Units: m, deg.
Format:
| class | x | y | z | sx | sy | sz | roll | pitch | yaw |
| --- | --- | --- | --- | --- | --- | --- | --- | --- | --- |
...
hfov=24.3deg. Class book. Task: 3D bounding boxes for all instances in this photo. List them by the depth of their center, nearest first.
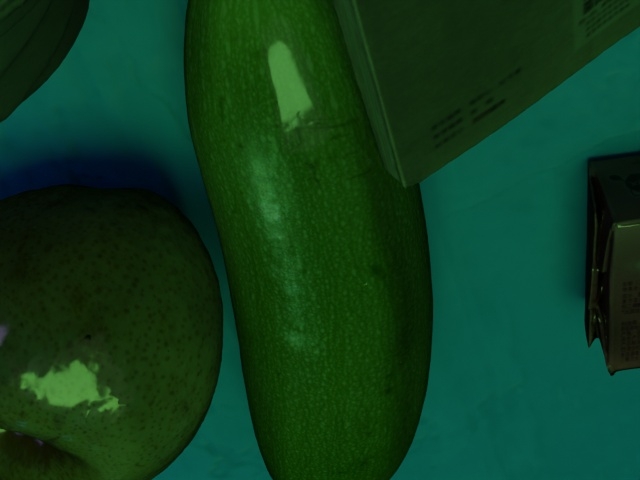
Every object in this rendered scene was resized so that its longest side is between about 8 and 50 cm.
| class | x | y | z | sx | sy | sz | roll | pitch | yaw |
| --- | --- | --- | --- | --- | --- | --- | --- | --- | --- |
| book | 0.090 | -0.150 | 0.563 | 0.215 | 0.025 | 0.282 | -34 | 149 | -10 |

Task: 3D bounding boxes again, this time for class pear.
| class | x | y | z | sx | sy | sz | roll | pitch | yaw |
| --- | --- | --- | --- | --- | --- | --- | --- | --- | --- |
| pear | -0.125 | 0.051 | 0.746 | 0.167 | 0.136 | 0.167 | 12 | 146 | 8 |

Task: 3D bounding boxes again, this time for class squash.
| class | x | y | z | sx | sy | sz | roll | pitch | yaw |
| --- | --- | --- | --- | --- | --- | --- | --- | --- | --- |
| squash | 0.000 | 0.000 | 0.738 | 0.107 | 0.107 | 0.395 | -7 | 129 | 1 |

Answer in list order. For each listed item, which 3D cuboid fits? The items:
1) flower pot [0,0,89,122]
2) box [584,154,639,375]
| class | x | y | z | sx | sy | sz | roll | pitch | yaw |
| --- | --- | --- | --- | --- | --- | --- | --- | --- | --- |
| flower pot | -0.174 | -0.123 | 0.571 | 0.236 | 0.235 | 0.140 | -9 | 150 | 3 |
| box | 0.216 | 0.005 | 0.790 | 0.156 | 0.060 | 0.111 | -8 | 130 | -2 |
